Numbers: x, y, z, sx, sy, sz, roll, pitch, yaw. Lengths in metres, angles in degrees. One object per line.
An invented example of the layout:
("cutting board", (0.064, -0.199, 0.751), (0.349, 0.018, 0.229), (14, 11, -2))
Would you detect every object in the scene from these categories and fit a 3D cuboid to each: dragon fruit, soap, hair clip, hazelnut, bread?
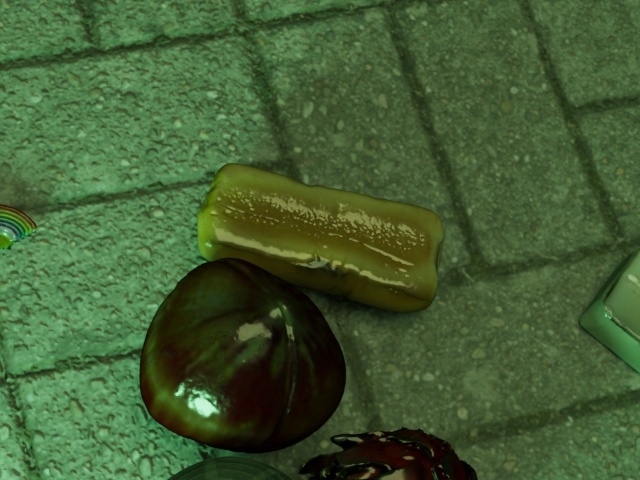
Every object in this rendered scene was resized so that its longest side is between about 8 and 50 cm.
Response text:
("dragon fruit", (0.084, 0.290, 1.638), (0.189, 0.182, 0.182), (-23, 74, -27))
("soap", (0.434, 0.111, 1.860), (0.183, 0.064, 0.121), (39, 63, 4))
("hair clip", (-0.421, 0.010, 1.708), (0.188, 0.033, 0.060), (-34, 78, -25))
("hazelnut", (-0.079, 0.132, 1.643), (0.229, 0.229, 0.229), (5, 66, -12))
("bread", (0.000, 0.000, 1.784), (0.305, 0.091, 0.142), (14, 57, -8))

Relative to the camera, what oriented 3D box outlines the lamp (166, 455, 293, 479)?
("lamp", (-0.103, 0.359, 1.533), (0.233, 0.233, 0.265), (4, 45, -12))
